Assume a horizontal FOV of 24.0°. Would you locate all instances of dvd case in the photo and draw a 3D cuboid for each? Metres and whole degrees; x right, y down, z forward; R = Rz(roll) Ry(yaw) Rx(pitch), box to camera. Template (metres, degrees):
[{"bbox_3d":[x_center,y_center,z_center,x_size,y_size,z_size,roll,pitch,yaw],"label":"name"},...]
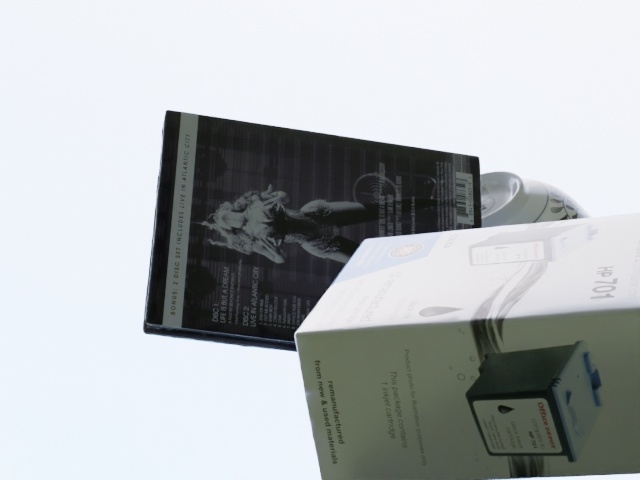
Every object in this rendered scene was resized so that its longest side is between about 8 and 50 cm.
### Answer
[{"bbox_3d":[0.000,0.000,0.989,0.221,0.018,0.164,8,-121,-11],"label":"dvd case"}]

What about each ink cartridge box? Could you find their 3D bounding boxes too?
[{"bbox_3d":[0.101,0.047,0.693,0.191,0.139,0.082,-7,-74,17],"label":"ink cartridge box"}]

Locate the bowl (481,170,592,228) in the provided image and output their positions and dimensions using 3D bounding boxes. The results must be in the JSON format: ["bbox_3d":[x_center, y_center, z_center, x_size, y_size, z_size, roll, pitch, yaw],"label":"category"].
[{"bbox_3d":[0.134,-0.001,1.151,0.170,0.170,0.080,-32,-63,-12],"label":"bowl"}]
